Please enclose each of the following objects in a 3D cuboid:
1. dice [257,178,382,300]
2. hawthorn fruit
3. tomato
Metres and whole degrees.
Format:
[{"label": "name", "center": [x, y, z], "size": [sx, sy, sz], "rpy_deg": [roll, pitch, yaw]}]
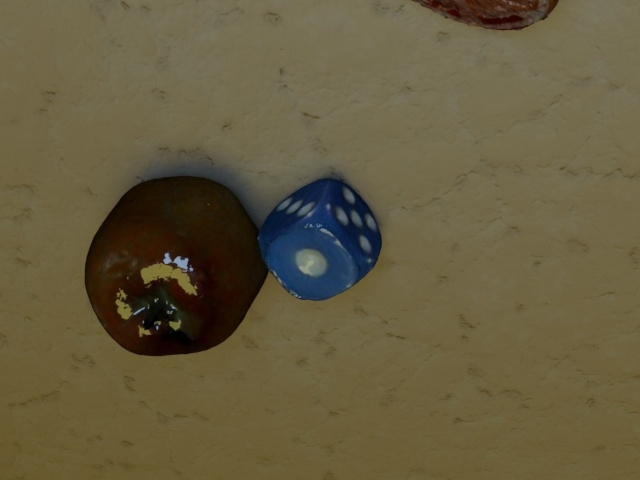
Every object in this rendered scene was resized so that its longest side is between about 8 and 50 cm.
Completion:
[{"label": "dice", "center": [0.000, 0.000, 1.258], "size": [0.147, 0.146, 0.143], "rpy_deg": [-27, 114, 28]}, {"label": "hawthorn fruit", "center": [-0.229, 0.051, 1.245], "size": [0.268, 0.300, 0.267], "rpy_deg": [7, 121, 12]}, {"label": "tomato", "center": [0.173, -0.340, 0.963], "size": [0.237, 0.237, 0.095], "rpy_deg": [18, 84, -2]}]
